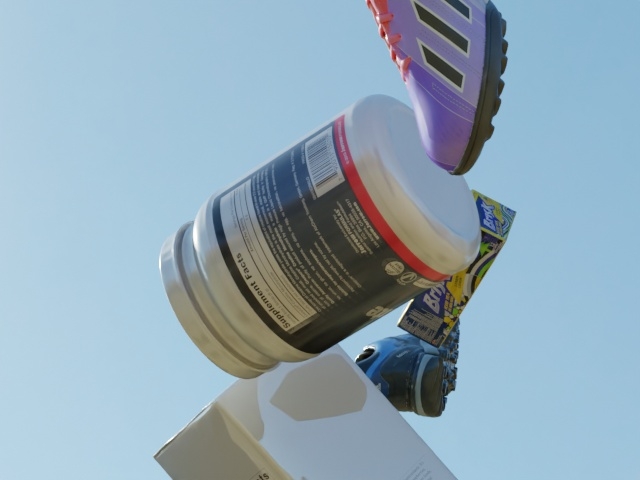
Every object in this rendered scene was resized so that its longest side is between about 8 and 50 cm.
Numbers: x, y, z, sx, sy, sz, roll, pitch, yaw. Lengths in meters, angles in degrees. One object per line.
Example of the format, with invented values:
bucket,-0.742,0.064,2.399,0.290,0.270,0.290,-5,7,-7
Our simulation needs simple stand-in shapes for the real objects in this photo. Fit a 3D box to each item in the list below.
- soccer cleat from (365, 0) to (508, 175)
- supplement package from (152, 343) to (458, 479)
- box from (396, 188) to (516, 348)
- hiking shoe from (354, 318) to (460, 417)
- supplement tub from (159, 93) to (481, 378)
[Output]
soccer cleat,0.072,-0.198,1.367,0.116,0.318,0.108,5,-24,-18
supplement package,-0.002,0.267,1.904,0.293,0.177,0.175,49,-40,3
box,0.140,0.030,1.819,0.054,0.059,0.169,28,-50,-1
hiking shoe,0.113,0.155,2.328,0.132,0.113,0.304,4,5,10
supplement tub,0.000,0.000,1.699,0.272,0.191,0.191,-32,-42,23
